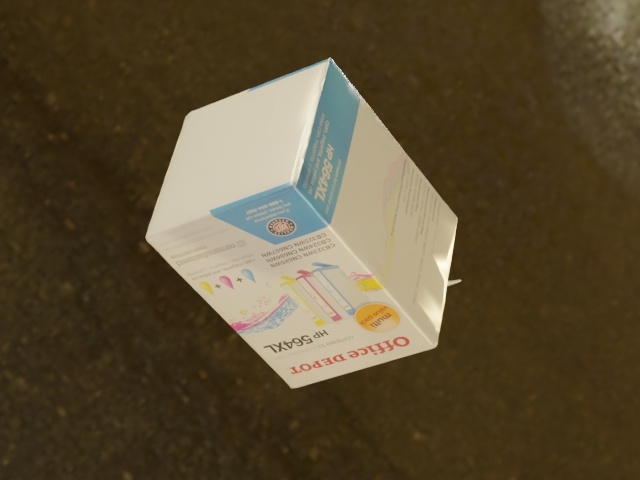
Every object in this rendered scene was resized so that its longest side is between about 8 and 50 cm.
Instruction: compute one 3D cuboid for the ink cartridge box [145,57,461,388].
[{"bbox_3d":[0.000,0.000,0.775,0.143,0.092,0.090,48,38,-33],"label":"ink cartridge box"}]
